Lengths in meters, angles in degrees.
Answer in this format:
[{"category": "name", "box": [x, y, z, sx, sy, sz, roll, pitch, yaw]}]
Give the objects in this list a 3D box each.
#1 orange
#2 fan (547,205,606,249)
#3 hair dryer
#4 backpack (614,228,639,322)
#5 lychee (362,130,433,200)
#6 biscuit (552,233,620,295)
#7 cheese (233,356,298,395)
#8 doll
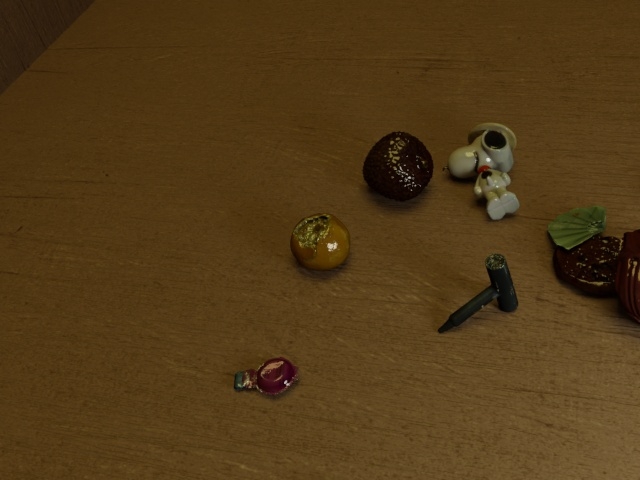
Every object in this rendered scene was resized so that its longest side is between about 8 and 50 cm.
[{"category": "orange", "box": [0.000, 0.000, 1.593, 0.154, 0.134, 0.155, -3, 39, 2]}, {"category": "fan", "box": [0.638, -0.038, 1.584, 0.131, 0.009, 0.240, 12, 35, 40]}, {"category": "hair dryer", "box": [0.336, 0.132, 1.407, 0.194, 0.173, 0.050, -30, 43, 0]}, {"category": "backpack", "box": [0.719, 0.087, 1.369, 0.229, 0.229, 0.139, -44, 14, -29]}, {"category": "lychee", "box": [0.210, -0.195, 1.724, 0.194, 0.194, 0.194, -4, 46, 4]}, {"category": "biscuit", "box": [0.646, 0.055, 1.500, 0.192, 0.049, 0.192, -9, 40, 7]}, {"category": "cheese", "box": [-0.118, 0.297, 1.387, 0.145, 0.038, 0.095, -8, 44, 9]}, {"category": "doll", "box": [0.470, -0.191, 1.721, 0.208, 0.144, 0.271, -37, 45, 2]}]
